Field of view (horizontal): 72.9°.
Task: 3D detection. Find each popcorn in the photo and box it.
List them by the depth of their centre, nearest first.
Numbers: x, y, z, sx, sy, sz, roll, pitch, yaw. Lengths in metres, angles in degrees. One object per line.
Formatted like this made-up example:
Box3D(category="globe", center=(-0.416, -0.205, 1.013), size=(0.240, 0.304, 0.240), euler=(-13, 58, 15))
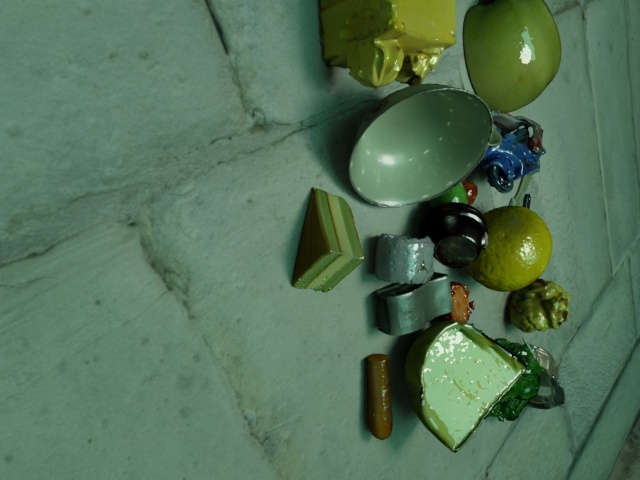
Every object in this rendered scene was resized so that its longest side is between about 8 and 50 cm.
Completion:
Box3D(category="popcorn", center=(0.785, 0.240, 1.547), size=(0.169, 0.189, 0.218), euler=(50, 63, -28))

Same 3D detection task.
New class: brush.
Box3D(category="brush", center=(0.729, -0.172, 1.571), size=(0.085, 0.020, 0.336), euler=(37, 71, -35))

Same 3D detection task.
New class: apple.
Box3D(category="apple", center=(0.591, -0.614, 1.372), size=(0.360, 0.312, 0.320), euler=(51, 19, -32))

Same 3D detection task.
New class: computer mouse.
Box3D(category="computer mouse", center=(0.762, 0.466, 1.568), size=(0.388, 0.200, 0.115), euler=(63, 38, -25))

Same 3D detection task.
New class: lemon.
Box3D(category="lemon", center=(0.562, 0.024, 1.310), size=(0.268, 0.267, 0.267), euler=(-5, 97, -39))

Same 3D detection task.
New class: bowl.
Box3D(category="bowl", center=(0.208, -0.247, 1.012), size=(0.337, 0.337, 0.157), euler=(20, 41, -39))

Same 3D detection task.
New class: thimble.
Box3D(category="thimble", center=(0.212, 0.044, 1.099), size=(0.151, 0.127, 0.117), euler=(0, 96, -44))

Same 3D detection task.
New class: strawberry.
Box3D(category="strawberry", center=(0.387, 0.189, 1.283), size=(0.145, 0.086, 0.145), euler=(-6, 100, -40))

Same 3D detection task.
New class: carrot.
Box3D(category="carrot", center=(0.154, 0.411, 1.127), size=(0.067, 0.067, 0.225), euler=(-6, 96, -39))

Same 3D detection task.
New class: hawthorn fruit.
Box3D(category="hawthorn fruit", center=(0.423, -0.137, 1.291), size=(0.093, 0.093, 0.093), euler=(-5, 97, -39))

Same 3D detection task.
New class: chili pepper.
Box3D(category="chili pepper", center=(0.605, 0.466, 1.442), size=(0.167, 0.213, 0.384), euler=(-95, 172, -49))

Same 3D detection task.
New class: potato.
Box3D(category="potato", center=(0.344, 0.356, 1.217), size=(0.330, 0.213, 0.280), euler=(-43, 101, -17))

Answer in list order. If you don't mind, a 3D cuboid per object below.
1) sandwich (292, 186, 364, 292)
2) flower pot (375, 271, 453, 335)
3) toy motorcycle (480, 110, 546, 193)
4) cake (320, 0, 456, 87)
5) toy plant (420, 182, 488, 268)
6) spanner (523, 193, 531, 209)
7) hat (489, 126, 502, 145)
Box3D(category="sandwich", center=(0.000, 0.000, 0.995), size=(0.117, 0.144, 0.187), euler=(16, 48, -39))
Box3D(category="flower pot", center=(0.247, 0.163, 1.154), size=(0.229, 0.103, 0.108), euler=(-15, 102, -35))
Box3D(category="toy motorcycle", center=(0.564, -0.280, 1.359), size=(0.319, 0.241, 0.182), euler=(-27, 151, -41))
Box3D(category="cake", center=(0.141, -0.468, 0.932), size=(0.228, 0.223, 0.285), euler=(-12, 102, -36))
Box3D(category="toy plant", center=(0.361, -0.048, 1.194), size=(0.235, 0.176, 0.218), euler=(-78, 149, -50))
Box3D(category="spanner", center=(0.749, -0.018, 1.604), size=(0.087, 0.024, 0.315), euler=(16, 83, -41))
Box3D(category="hat", center=(0.355, -0.289, 1.183), size=(0.252, 0.252, 0.110), euler=(-8, 140, -39))
